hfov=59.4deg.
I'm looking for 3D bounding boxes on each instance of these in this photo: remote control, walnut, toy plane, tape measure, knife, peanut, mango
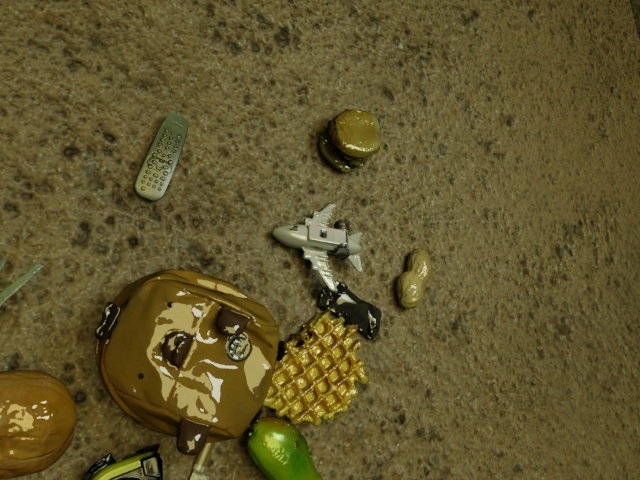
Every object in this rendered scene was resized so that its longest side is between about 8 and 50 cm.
[{"bbox_3d":[-0.367,-0.195,1.304,0.072,0.042,0.222,24,69,-21],"label":"remote control"},{"bbox_3d":[-0.554,0.326,0.996,0.225,0.193,0.193,-2,78,-17],"label":"walnut"},{"bbox_3d":[0.003,-0.002,1.426,0.255,0.101,0.251,15,59,-25],"label":"toy plane"},{"bbox_3d":[-0.388,0.510,1.084,0.186,0.112,0.199,-7,76,-37],"label":"tape measure"},{"bbox_3d":[-0.261,0.509,1.205,0.047,0.017,0.298,32,65,-23],"label":"knife"},{"bbox_3d":[0.261,0.103,1.556,0.082,0.082,0.187,38,62,-16],"label":"peanut"},{"bbox_3d":[-0.075,0.487,1.259,0.233,0.111,0.125,47,65,-13],"label":"mango"}]

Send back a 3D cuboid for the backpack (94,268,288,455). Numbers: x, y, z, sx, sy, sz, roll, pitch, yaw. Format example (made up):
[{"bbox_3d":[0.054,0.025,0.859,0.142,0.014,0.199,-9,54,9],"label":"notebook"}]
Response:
[{"bbox_3d":[-0.271,0.239,1.156,0.378,0.201,0.354,22,70,-16],"label":"backpack"}]

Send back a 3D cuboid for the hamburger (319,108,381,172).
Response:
[{"bbox_3d":[0.076,-0.277,1.522,0.159,0.131,0.185,5,69,-19],"label":"hamburger"}]

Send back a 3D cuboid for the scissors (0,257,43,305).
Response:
[{"bbox_3d":[-0.654,0.177,0.999,0.029,0.255,0.383,76,33,-45],"label":"scissors"}]

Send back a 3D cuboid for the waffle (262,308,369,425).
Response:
[{"bbox_3d":[-0.020,0.303,1.362,0.309,0.065,0.283,16,71,-27],"label":"waffle"}]

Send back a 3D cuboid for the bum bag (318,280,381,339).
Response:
[{"bbox_3d":[0.085,0.179,1.456,0.197,0.049,0.087,35,69,-18],"label":"bum bag"}]
